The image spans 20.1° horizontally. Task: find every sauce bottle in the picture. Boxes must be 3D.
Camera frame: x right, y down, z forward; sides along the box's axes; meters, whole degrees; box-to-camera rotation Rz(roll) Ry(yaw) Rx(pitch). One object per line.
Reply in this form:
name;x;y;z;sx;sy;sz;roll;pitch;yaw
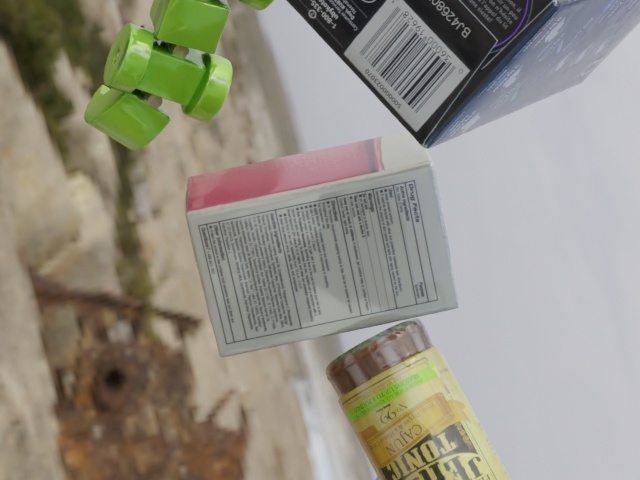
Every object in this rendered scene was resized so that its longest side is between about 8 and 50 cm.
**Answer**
sauce bottle;0.128;0.241;1.658;0.344;0.111;0.111;60;-3;9

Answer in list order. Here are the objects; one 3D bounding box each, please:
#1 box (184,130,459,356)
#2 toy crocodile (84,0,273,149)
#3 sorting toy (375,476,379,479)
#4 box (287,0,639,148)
box;0.000;0.000;1.693;0.127;0.232;0.149;-101;180;-72
toy crocodile;-0.122;-0.227;1.725;0.340;0.115;0.105;-60;-154;25
sorting toy;0.197;0.335;1.773;0.196;0.347;0.047;-76;-174;-53
box;0.121;-0.190;1.254;0.165;0.143;0.270;49;33;11
